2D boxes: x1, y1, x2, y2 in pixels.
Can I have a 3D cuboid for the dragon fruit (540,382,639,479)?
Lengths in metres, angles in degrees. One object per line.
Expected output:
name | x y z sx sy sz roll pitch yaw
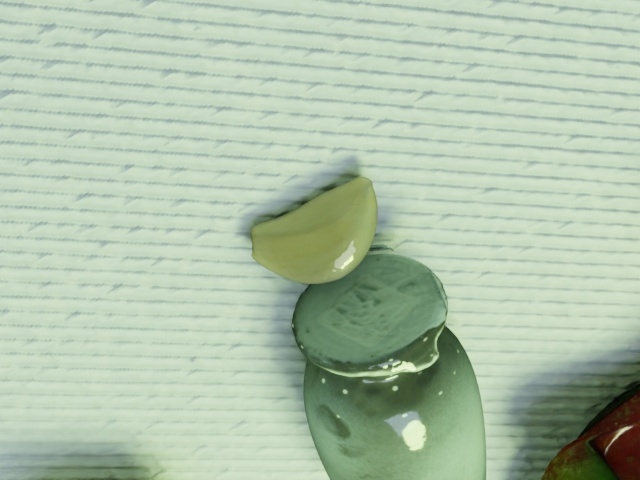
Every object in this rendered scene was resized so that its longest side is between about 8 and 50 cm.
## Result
dragon fruit | 0.265 0.192 1.396 0.268 0.130 0.295 -1 129 -19

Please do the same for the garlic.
garlic | 0.000 -0.001 1.190 0.083 0.041 0.053 -21 111 4

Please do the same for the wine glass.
wine glass | 0.047 0.108 1.253 0.111 0.111 0.204 -19 131 -6
